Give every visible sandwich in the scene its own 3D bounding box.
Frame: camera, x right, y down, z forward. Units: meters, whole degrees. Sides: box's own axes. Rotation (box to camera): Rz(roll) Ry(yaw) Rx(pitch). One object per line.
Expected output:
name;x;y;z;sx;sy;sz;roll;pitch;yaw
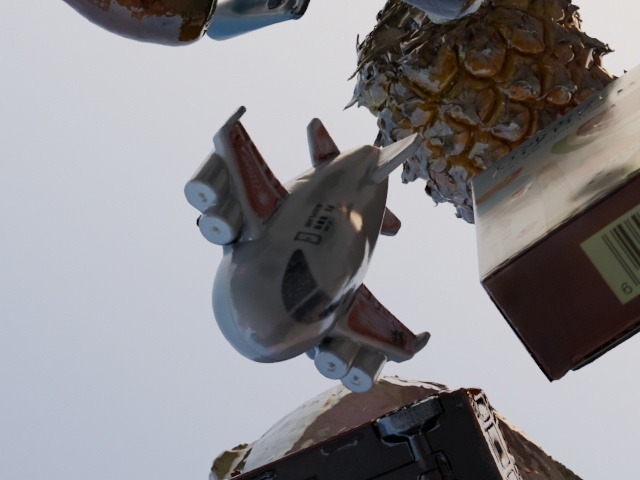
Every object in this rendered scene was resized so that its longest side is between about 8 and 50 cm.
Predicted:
sandwich;0.114;-0.223;1.498;0.083;0.031;0.044;15;164;36

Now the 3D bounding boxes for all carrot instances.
carrot;-0.172;-0.209;1.250;0.193;0.087;0.087;22;-143;-1

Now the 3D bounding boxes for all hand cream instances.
hand cream;-0.082;-0.297;2.107;0.048;0.224;0.083;31;-115;-31

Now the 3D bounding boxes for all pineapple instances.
pineapple;0.210;-0.210;2.174;0.300;0.352;0.352;45;-152;-28

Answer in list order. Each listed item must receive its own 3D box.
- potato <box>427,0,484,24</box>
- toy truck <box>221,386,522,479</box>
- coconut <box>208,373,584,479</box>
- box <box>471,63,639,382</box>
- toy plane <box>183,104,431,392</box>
potato;0.159;-0.285;1.854;0.066;0.096;0.103;4;-124;-21
toy truck;0.013;0.192;1.157;0.107;0.252;0.114;67;-165;4
coconut;0.052;0.309;1.528;0.404;0.404;0.404;15;-142;-12
box;0.318;-0.064;1.565;0.122;0.344;0.385;53;-167;-10
toy plane;-0.003;0.001;1.309;0.252;0.118;0.252;21;-121;-38
